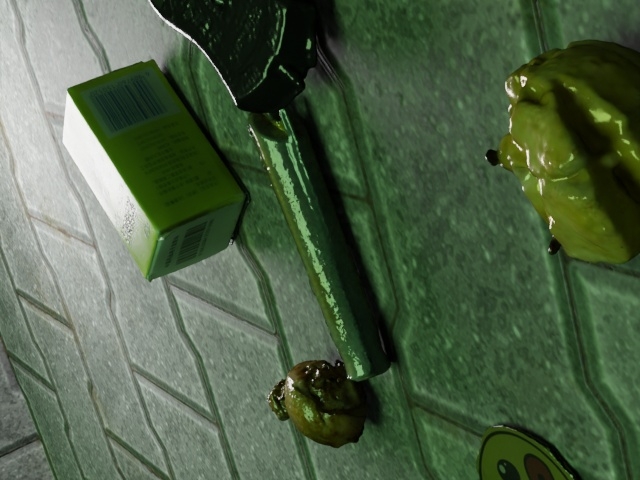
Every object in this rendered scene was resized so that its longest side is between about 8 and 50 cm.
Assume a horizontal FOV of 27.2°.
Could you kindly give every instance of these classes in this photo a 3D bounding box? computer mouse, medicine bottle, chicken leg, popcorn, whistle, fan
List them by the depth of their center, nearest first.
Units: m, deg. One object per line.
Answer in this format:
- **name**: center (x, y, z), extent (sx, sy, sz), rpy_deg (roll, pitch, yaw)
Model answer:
- **popcorn**: center (0.195, -0.060, 0.916), extent (0.152, 0.148, 0.167), rpy_deg (-41, 41, 32)
- **fan**: center (0.241, 0.282, 1.288), extent (0.229, 0.011, 0.335), rpy_deg (66, 155, -1)
- **computer mouse**: center (-0.080, -0.245, 1.358), extent (0.264, 0.088, 0.147), rpy_deg (53, 134, 24)
- **whistle**: center (0.001, -0.001, 1.453), extent (0.068, 0.057, 0.326), rpy_deg (-1, 111, 60)
- **chicken leg**: center (-0.015, 0.202, 1.643), extent (0.251, 0.087, 0.107), rpy_deg (161, 96, -71)
- **medicine bottle**: center (-0.217, -0.093, 1.703), extent (0.250, 0.141, 0.137), rpy_deg (57, 151, 19)
